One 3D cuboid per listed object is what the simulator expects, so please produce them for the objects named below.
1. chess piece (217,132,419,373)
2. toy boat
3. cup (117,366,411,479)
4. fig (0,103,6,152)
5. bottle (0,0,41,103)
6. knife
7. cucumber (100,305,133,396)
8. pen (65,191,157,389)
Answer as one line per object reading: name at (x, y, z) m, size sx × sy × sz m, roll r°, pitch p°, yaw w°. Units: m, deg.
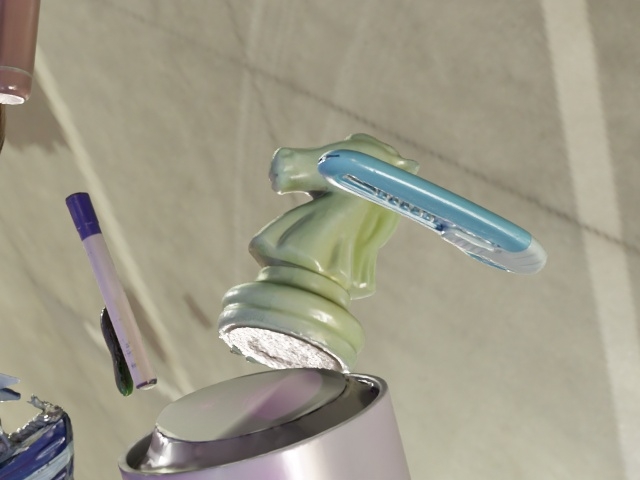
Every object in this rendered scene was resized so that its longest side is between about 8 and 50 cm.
chess piece at (0.000, 0.000, 1.699) m, size 0.175 × 0.298 × 0.176 m, roll 17°, pitch 158°, yaw 7°
toy boat at (-0.345, 0.157, 1.403) m, size 0.210 × 0.070 × 0.292 m, roll -2°, pitch 117°, yaw 14°
cup at (-0.017, 0.313, 1.325) m, size 0.253 × 0.253 × 0.372 m, roll -2°, pitch 106°, yaw 64°
fig at (-0.539, -0.149, 2.144) m, size 0.190 × 0.190 × 0.290 m, roll 33°, pitch 150°, yaw 42°
bottle at (-0.322, -0.214, 1.510) m, size 0.053 × 0.053 × 0.140 m, roll 150°, pitch 124°, yaw -68°
knife at (0.093, -0.020, 1.173) m, size 0.222 × 0.031 × 0.064 m, roll 25°, pitch 152°, yaw -24°
cucumber at (-0.314, 0.172, 2.246) m, size 0.036 × 0.033 × 0.184 m, roll 21°, pitch -150°, yaw -36°
pen at (-0.266, 0.063, 1.843) m, size 0.033 × 0.033 × 0.269 m, roll 123°, pitch 126°, yaw -67°
